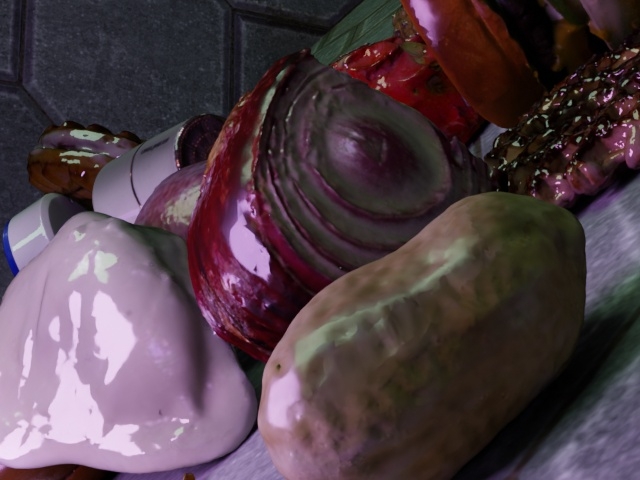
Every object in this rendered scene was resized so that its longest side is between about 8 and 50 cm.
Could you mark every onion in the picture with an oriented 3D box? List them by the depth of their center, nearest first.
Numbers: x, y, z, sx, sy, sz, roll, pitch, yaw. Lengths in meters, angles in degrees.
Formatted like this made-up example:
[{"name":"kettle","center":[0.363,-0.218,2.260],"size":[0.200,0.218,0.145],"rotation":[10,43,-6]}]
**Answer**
[{"name":"onion","center":[-0.003,0.005,0.973],"size":[0.207,0.216,0.206],"rotation":[-63,9,-27]}]

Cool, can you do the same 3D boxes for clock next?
[{"name":"clock","center":[-0.341,0.045,1.824],"size":[0.083,0.230,0.230],"rotation":[-32,12,12]}]

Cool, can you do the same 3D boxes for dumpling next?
[{"name":"dumpling","center":[-0.206,0.092,1.117],"size":[0.242,0.187,0.318],"rotation":[-29,38,-19]}]

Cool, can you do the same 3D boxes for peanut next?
[{"name":"peanut","center":[0.062,0.060,0.735],"size":[0.224,0.129,0.129],"rotation":[-34,10,-12]}]

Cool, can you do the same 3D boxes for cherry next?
[{"name":"cherry","center":[-0.074,0.004,1.273],"size":[0.249,0.192,0.175],"rotation":[-12,54,43]}]

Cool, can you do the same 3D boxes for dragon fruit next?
[{"name":"dragon fruit","center":[0.078,-0.127,1.426],"size":[0.261,0.163,0.189],"rotation":[-38,39,2]}]

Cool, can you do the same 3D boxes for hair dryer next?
[{"name":"hair dryer","center":[-0.205,0.032,1.554],"size":[0.203,0.128,0.362],"rotation":[-20,48,47]}]

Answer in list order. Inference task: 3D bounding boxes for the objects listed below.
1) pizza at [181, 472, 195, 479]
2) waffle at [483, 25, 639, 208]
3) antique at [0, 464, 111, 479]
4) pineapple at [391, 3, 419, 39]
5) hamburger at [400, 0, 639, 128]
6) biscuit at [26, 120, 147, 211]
[{"name":"pizza","center":[-0.124,0.214,1.009],"size":[0.083,0.016,0.037],"rotation":[-49,16,-27]},{"name":"waffle","center":[0.225,-0.098,1.026],"size":[0.221,0.055,0.234],"rotation":[-37,16,3]},{"name":"antique","center":[-0.276,0.192,1.287],"size":[0.223,0.129,0.278],"rotation":[-26,15,48]},{"name":"pineapple","center":[0.194,-0.292,1.749],"size":[0.128,0.128,0.248],"rotation":[-42,18,-15]},{"name":"hamburger","center":[0.192,-0.256,1.208],"size":[0.225,0.291,0.291],"rotation":[-31,13,14]},{"name":"biscuit","center":[-0.274,-0.076,1.920],"size":[0.332,0.332,0.103],"rotation":[-13,58,66]}]
